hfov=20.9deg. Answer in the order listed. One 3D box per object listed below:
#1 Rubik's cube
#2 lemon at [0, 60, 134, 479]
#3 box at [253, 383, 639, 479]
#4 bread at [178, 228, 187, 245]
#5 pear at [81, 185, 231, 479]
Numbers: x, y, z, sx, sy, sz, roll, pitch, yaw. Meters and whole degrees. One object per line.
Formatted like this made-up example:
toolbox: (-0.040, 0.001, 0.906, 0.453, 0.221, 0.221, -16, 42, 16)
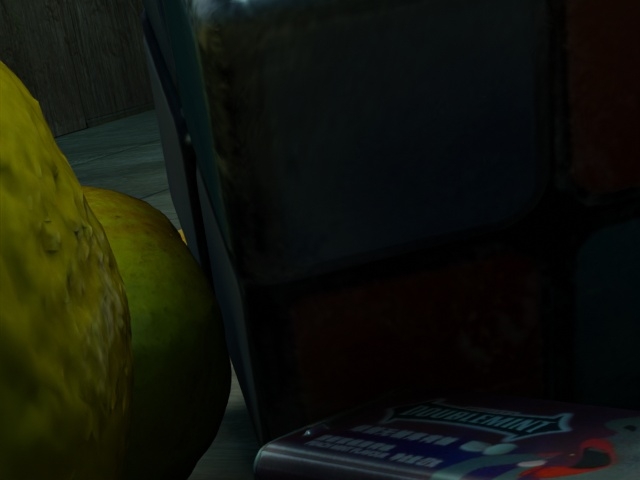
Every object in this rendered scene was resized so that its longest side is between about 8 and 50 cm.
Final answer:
Rubik's cube: (0.075, -0.094, 0.948, 0.313, 0.318, 0.316, -13, 39, -8)
lemon: (-0.224, 0.062, 0.585, 0.364, 0.364, 0.364, -11, 9, 2)
box: (0.085, 0.112, 0.748, 0.120, 0.069, 0.224, -18, 12, -41)
bread: (-0.098, 0.040, 1.336, 0.134, 0.085, 0.173, -8, 11, 39)
pear: (-0.144, 0.066, 0.909, 0.200, 0.200, 0.200, -11, 9, 2)
